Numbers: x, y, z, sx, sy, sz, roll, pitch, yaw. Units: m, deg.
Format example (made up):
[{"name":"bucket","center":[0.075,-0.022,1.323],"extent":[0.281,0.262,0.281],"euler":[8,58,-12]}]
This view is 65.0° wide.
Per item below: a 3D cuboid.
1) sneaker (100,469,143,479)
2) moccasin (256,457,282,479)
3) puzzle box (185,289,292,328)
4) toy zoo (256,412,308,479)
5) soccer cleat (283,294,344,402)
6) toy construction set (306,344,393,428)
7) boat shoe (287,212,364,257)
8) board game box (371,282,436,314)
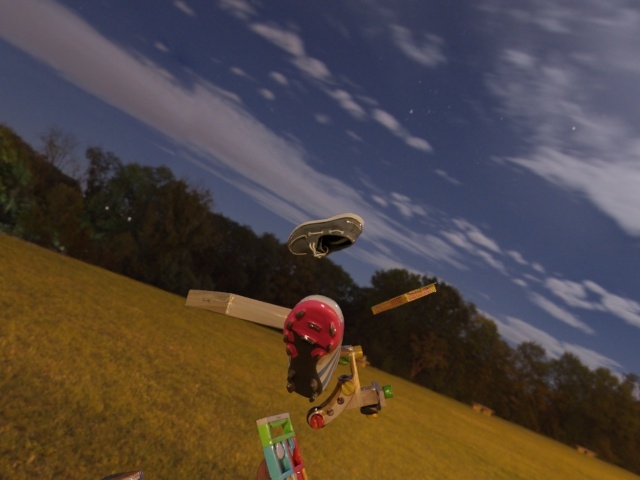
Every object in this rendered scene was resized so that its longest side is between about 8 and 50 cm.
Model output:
[{"name":"sneaker","center":[-0.606,0.775,1.487],"extent":[0.112,0.130,0.296],"euler":[-10,-9,-2]},{"name":"moccasin","center":[-0.110,0.832,1.602],"extent":[0.139,0.146,0.380],"euler":[28,9,-22]},{"name":"puzzle box","center":[-0.181,0.192,1.342],"extent":[0.272,0.052,0.409],"euler":[18,-12,-25]},{"name":"toy zoo","center":[-0.086,0.620,1.352],"extent":[0.030,0.293,0.192],"euler":[-23,-19,10]},{"name":"soccer cleat","center":[-0.009,0.199,1.045],"extent":[0.116,0.143,0.331],"euler":[22,-45,11]},{"name":"toy construction set","center":[0.073,0.353,1.326],"extent":[0.238,0.257,0.308],"euler":[-3,-30,1]},{"name":"boat shoe","center":[0.000,0.000,1.671],"extent":[0.320,0.099,0.116],"euler":[-18,-51,38]},{"name":"board game box","center":[0.290,0.202,1.745],"extent":[0.124,0.039,0.259],"euler":[-16,-13,-28]}]
